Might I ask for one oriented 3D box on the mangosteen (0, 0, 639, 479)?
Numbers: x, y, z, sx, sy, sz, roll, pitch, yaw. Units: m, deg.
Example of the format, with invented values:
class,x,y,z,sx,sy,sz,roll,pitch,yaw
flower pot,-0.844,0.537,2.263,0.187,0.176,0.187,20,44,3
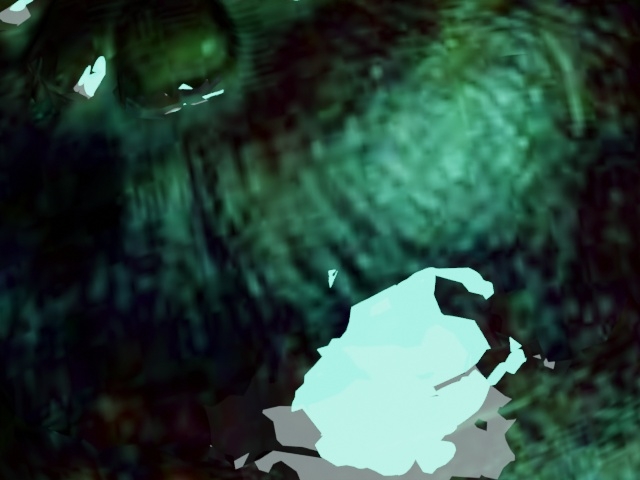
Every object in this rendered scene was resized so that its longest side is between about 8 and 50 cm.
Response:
class,x,y,z,sx,sy,sz,roll,pitch,yaw
mangosteen,-0.003,-0.006,0.528,0.330,0.330,0.330,-5,128,-6
